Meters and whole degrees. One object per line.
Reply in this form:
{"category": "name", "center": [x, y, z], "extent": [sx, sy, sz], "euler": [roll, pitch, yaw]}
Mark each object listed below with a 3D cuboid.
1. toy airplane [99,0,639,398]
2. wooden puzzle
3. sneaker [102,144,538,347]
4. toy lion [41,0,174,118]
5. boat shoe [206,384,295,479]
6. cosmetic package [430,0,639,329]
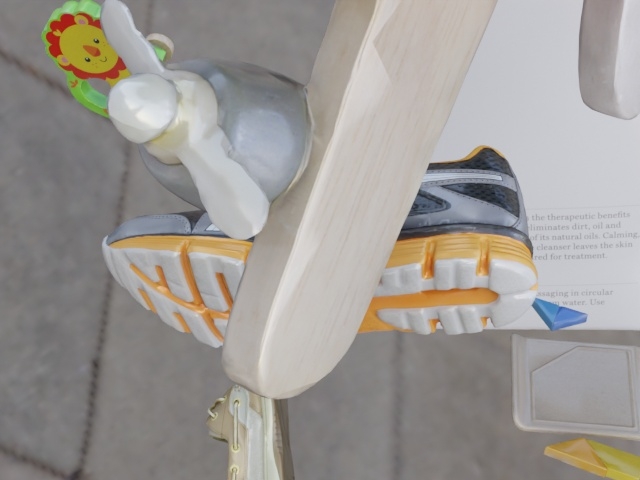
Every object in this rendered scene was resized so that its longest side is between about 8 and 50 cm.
{"category": "toy airplane", "center": [0.050, -0.180, 0.780], "extent": [0.272, 0.384, 0.386], "euler": [20, 50, 14]}
{"category": "wooden puzzle", "center": [0.130, 0.076, 0.972], "extent": [0.079, 0.014, 0.116], "euler": [13, 40, 3]}
{"category": "sneaker", "center": [0.000, 0.000, 0.945], "extent": [0.084, 0.215, 0.083], "euler": [73, 20, -55]}
{"category": "toy lion", "center": [-0.164, -0.134, 1.457], "extent": [0.096, 0.100, 0.034], "euler": [22, 49, -3]}
{"category": "boat shoe", "center": [-0.042, 0.106, 1.106], "extent": [0.050, 0.045, 0.135], "euler": [60, 23, -70]}
{"category": "cosmetic package", "center": [0.124, -0.133, 1.239], "extent": [0.155, 0.197, 0.365], "euler": [-77, 168, -63]}
